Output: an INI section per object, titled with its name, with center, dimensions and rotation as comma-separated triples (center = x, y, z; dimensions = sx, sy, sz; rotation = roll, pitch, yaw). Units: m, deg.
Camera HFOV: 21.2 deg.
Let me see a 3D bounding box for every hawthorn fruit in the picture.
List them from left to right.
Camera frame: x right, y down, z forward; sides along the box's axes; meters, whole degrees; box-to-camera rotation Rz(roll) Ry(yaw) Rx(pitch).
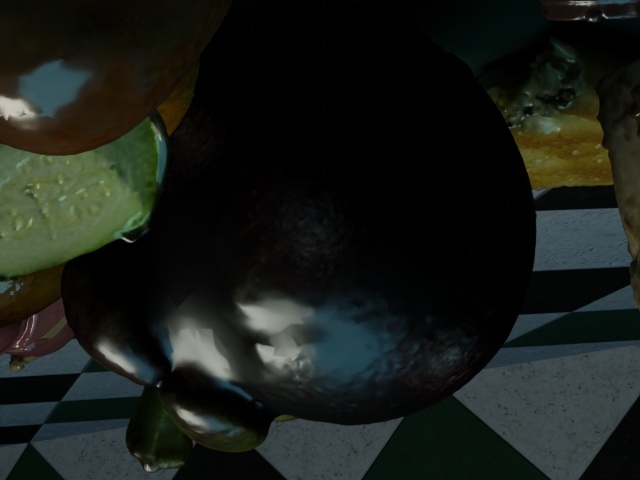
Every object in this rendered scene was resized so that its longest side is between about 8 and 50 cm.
[hawthorn fruit]
center = -0.123, -0.136, 0.790
dimensions = 0.199, 0.199, 0.251
rotation = -11, -176, 25

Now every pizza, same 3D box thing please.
[pizza]
center = 0.143, -0.091, 1.367
dimensions = 0.288, 0.075, 0.280
rotation = -8, 164, 21

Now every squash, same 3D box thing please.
[squash]
center = -0.233, -0.076, 0.922
dimensions = 0.287, 0.137, 0.137
rotation = 29, -179, 22

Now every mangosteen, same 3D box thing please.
[mangosteen]
center = -0.021, -0.012, 1.118
dimensions = 0.313, 0.297, 0.297
rotation = -14, 171, -15

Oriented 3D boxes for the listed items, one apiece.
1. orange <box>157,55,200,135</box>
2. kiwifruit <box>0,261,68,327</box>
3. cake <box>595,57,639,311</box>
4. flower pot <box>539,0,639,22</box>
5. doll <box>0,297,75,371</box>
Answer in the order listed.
[orange]
center = -0.133, -0.112, 0.997
dimensions = 0.136, 0.117, 0.135
rotation = 11, 131, 14
[kiwifruit]
center = -0.255, -0.027, 1.189
dimensions = 0.196, 0.196, 0.234
rotation = 1, 170, -29
[cake]
center = 0.364, -0.021, 1.129
dimensions = 0.282, 0.255, 0.290
rotation = 6, 160, -43
[flower pot]
center = 0.153, -0.160, 0.899
dimensions = 0.111, 0.089, 0.111
rotation = -2, -172, 0
[doll]
center = -0.308, 0.041, 1.593
dimensions = 0.196, 0.152, 0.256
rotation = -42, 173, 15
